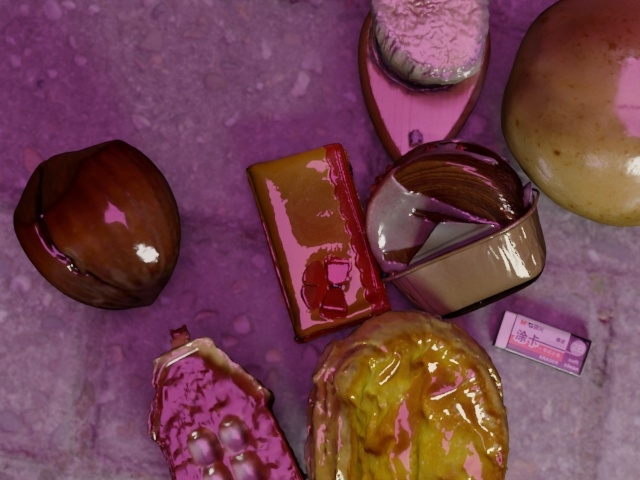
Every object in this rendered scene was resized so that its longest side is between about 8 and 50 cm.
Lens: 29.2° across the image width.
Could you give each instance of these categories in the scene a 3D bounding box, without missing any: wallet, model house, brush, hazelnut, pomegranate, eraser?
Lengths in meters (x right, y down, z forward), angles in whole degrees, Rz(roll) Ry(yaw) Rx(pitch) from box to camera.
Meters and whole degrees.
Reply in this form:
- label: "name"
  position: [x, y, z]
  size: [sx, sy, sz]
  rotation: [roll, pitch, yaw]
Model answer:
- label: "wallet"
  position: [0.000, 0.000, 1.600]
  size: [0.141, 0.067, 0.241]
  rotation: [-17, 83, -4]
- label: "model house"
  position: [-0.123, 0.227, 1.510]
  size: [0.160, 0.196, 0.254]
  rotation: [-20, 82, -3]
- label: "brush"
  position: [0.134, -0.219, 1.577]
  size: [0.174, 0.166, 0.267]
  rotation: [4, 86, 0]
- label: "hazelnut"
  position: [-0.275, -0.013, 1.540]
  size: [0.181, 0.212, 0.181]
  rotation: [22, 51, -38]
- label: "pomegranate"
  position: [0.384, -0.166, 1.500]
  size: [0.319, 0.319, 0.319]
  rotation: [0, 83, 0]
- label: "eraser"
  position: [0.289, 0.134, 1.602]
  size: [0.122, 0.029, 0.052]
  rotation: [19, 84, 2]

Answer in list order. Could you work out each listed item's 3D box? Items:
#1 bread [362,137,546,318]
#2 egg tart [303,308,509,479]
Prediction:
- label: "bread"
  position: [0.161, -0.018, 1.532]
  size: [0.224, 0.142, 0.212]
  rotation: [-26, 107, 26]
- label: "egg tart"
  position: [0.093, 0.250, 1.503]
  size: [0.341, 0.132, 0.341]
  rotation: [1, 88, -38]
